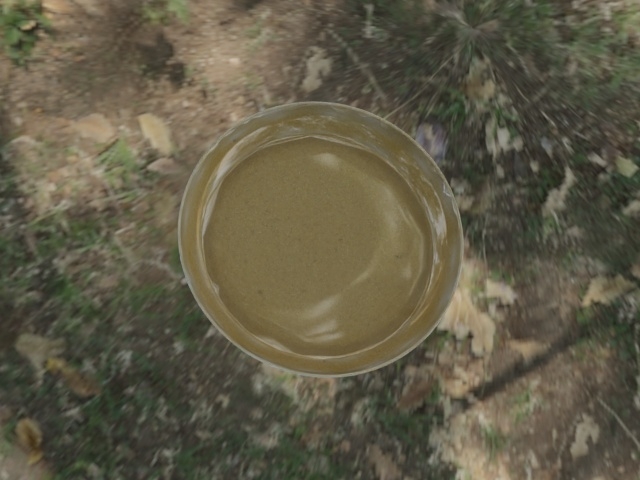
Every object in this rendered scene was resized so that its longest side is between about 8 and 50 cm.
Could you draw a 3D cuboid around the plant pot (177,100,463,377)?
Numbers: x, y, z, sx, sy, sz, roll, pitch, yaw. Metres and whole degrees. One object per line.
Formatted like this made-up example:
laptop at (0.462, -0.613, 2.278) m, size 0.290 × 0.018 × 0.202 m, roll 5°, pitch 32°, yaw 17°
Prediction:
plant pot at (0.000, 0.000, 1.116) m, size 0.236 × 0.032 × 0.236 m, roll 3°, pitch 72°, yaw -8°
